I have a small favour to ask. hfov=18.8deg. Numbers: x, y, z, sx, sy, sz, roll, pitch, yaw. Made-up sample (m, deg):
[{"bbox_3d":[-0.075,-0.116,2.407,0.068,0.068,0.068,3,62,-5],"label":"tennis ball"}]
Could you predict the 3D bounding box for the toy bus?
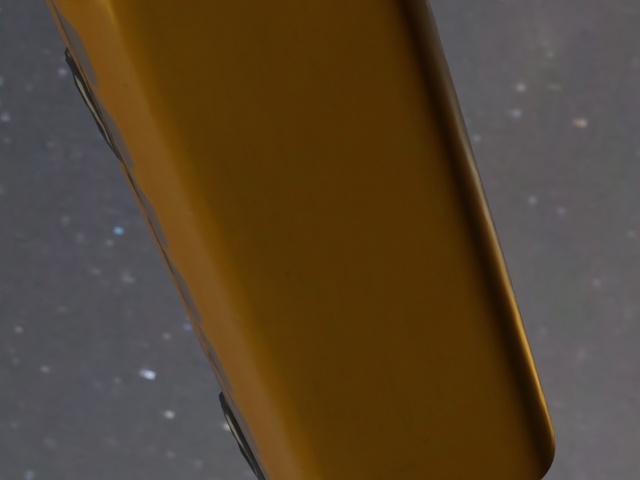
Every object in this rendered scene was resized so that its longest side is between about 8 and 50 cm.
[{"bbox_3d":[0.000,0.000,0.685,0.108,0.130,0.332,-26,-50,-7],"label":"toy bus"}]
